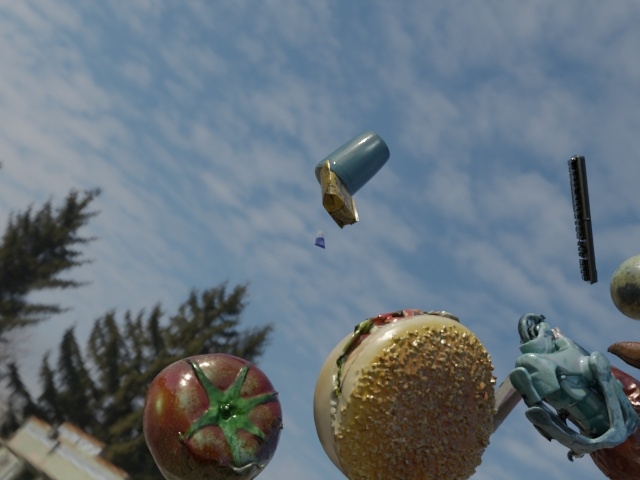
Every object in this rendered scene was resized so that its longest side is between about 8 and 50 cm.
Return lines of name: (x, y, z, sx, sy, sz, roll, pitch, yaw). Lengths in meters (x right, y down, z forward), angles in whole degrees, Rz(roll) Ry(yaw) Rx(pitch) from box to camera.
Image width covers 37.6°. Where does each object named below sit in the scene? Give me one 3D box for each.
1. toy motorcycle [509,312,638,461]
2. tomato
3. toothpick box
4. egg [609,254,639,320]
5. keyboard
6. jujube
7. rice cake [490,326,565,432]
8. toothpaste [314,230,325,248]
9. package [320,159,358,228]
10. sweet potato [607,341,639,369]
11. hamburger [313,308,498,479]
toy motorcycle: (0.429, 0.260, 1.636, 0.260, 0.206, 0.154, 39, -44, -15)
tomato: (-0.233, 0.398, 2.019, 0.303, 0.303, 0.239, 43, -35, 1)
toothpick box: (0.086, -0.196, 2.403, 0.120, 0.184, 0.120, 42, -20, 20)
egg: (0.689, 0.096, 1.967, 0.141, 0.181, 0.141, 20, -65, 52)
keyboard: (0.466, -0.037, 1.673, 0.093, 0.025, 0.230, -7, 91, -82)
jujube: (0.594, 0.357, 1.845, 0.255, 0.190, 0.190, 52, -22, 13)
rice cake: (0.428, 0.297, 1.984, 0.049, 0.270, 0.055, 31, 14, -25)
toothpaste: (0.000, 0.000, 1.949, 0.024, 0.015, 0.083, 22, 19, -5)
package: (0.026, -0.088, 1.837, 0.131, 0.047, 0.071, 52, 22, -44)
sweet potato: (0.639, 0.224, 1.714, 0.264, 0.057, 0.057, 10, -40, 49)
hamburger: (0.130, 0.249, 1.394, 0.302, 0.302, 0.170, 52, -22, -18)
